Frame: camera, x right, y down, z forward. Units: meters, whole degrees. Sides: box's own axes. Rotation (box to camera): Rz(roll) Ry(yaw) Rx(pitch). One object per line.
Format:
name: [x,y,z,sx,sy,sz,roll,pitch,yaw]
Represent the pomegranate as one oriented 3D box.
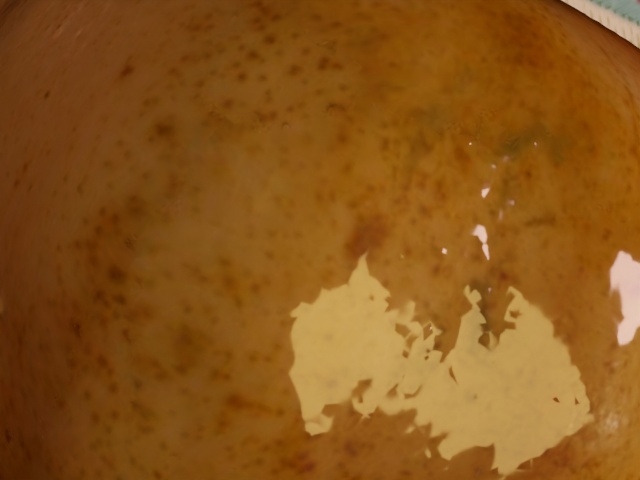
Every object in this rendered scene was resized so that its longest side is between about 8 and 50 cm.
pomegranate: [0.000,0.000,0.706,0.416,0.416,0.417,-11,117,-22]
